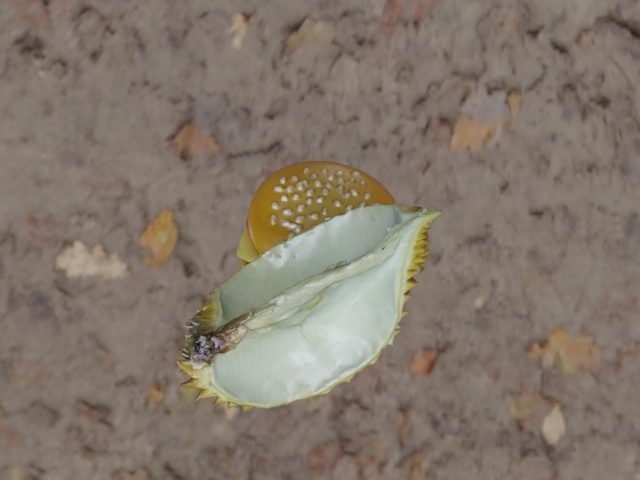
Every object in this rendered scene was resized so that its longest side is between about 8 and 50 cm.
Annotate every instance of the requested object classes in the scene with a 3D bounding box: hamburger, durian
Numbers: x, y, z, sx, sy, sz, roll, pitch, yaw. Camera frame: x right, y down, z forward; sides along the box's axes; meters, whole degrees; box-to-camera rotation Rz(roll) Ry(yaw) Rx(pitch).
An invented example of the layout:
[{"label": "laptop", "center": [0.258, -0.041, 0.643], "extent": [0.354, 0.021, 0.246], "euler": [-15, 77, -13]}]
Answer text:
[{"label": "hamburger", "center": [0.000, 0.000, 1.300], "extent": [0.162, 0.162, 0.115], "euler": [11, 138, 3]}, {"label": "durian", "center": [-0.010, 0.043, 1.153], "extent": [0.252, 0.139, 0.144], "euler": [-21, 67, 2]}]
